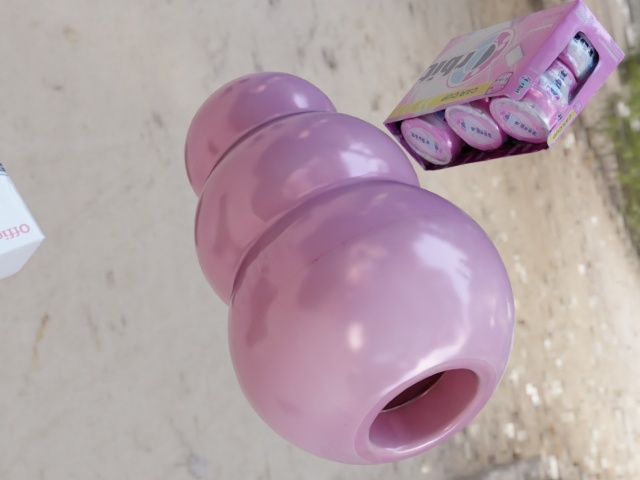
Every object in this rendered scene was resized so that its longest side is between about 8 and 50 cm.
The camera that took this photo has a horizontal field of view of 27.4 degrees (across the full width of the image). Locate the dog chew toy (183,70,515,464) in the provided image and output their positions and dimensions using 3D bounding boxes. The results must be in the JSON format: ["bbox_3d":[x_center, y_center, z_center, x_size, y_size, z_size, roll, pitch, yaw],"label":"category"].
[{"bbox_3d":[0.000,0.000,0.975,0.332,0.206,0.206,58,3,34],"label":"dog chew toy"}]

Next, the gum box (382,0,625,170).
[{"bbox_3d":[0.146,-0.121,1.056,0.062,0.188,0.107,46,68,-18],"label":"gum box"}]

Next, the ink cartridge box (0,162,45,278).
[{"bbox_3d":[-0.437,-0.046,1.520,0.148,0.086,0.203,-26,79,-44],"label":"ink cartridge box"}]
